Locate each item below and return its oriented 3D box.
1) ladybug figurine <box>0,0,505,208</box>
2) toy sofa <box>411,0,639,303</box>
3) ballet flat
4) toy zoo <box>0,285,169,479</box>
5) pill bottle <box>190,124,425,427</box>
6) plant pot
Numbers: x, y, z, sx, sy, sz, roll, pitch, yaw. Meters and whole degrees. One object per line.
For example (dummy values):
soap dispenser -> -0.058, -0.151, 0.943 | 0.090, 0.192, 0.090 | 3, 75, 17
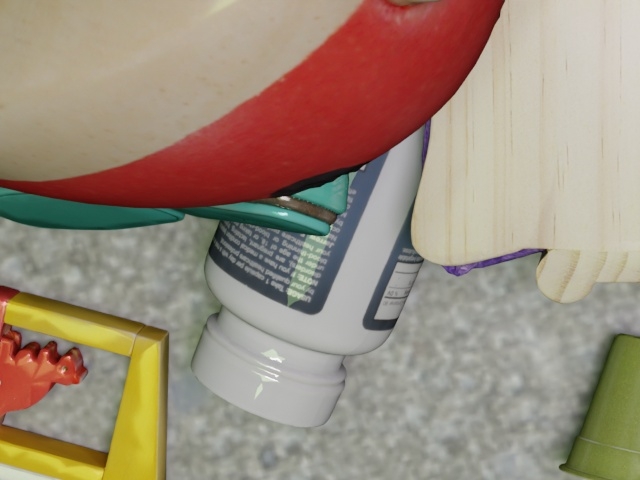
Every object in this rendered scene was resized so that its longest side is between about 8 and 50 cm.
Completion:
ladybug figurine -> -0.068, -0.135, 0.716 | 0.305, 0.449, 0.162 | -46, 124, -9
toy sofa -> 0.140, -0.159, 0.816 | 0.177, 0.150, 0.362 | 1, 100, 11
ballet flat -> -0.077, -0.049, 0.840 | 0.247, 0.083, 0.087 | 2, 75, 43
toy zoo -> -0.206, 0.118, 0.963 | 0.293, 0.030, 0.192 | 14, 101, 3
pill bottle -> 0.000, 0.000, 0.880 | 0.108, 0.108, 0.180 | 23, 102, 2
plant pot -> 0.176, 0.092, 0.900 | 0.083, 0.083, 0.079 | 11, 88, 4
